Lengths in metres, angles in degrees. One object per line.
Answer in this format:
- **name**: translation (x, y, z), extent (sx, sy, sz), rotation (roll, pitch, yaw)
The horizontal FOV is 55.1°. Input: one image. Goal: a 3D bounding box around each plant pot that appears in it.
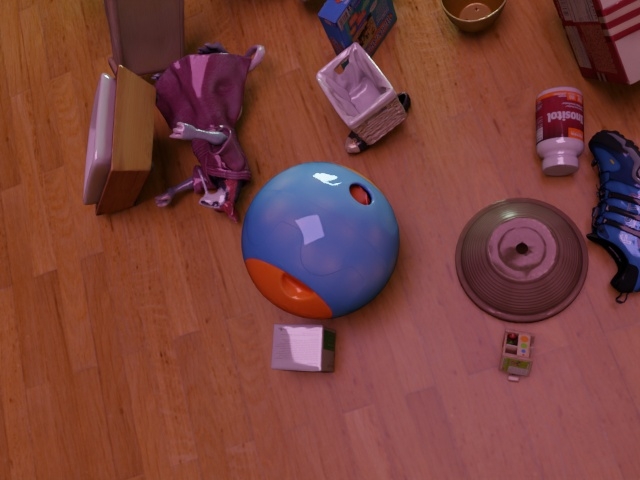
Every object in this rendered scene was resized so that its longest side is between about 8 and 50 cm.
- **plant pot**: translation (0.361, 0.026, 1.111), extent (0.237, 0.110, 0.237), rotation (-4, 75, 16)
- **plant pot**: translation (0.316, -0.483, 1.258), extent (0.134, 0.095, 0.134), rotation (-4, 76, 15)

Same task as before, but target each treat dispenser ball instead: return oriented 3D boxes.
- **treat dispenser ball**: translation (0.000, 0.000, 1.123), extent (0.288, 0.288, 0.288), rotation (-4, 75, 15)

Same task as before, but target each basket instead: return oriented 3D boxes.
- **basket**: translation (0.085, -0.291, 1.232), extent (0.113, 0.103, 0.167), rotation (-37, 57, 13)

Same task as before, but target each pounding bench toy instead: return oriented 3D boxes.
- **pounding bench toy**: translation (0.351, 0.207, 1.101), extent (0.052, 0.083, 0.065), rotation (9, 48, 15)

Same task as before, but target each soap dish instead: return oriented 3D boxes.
- **soap dish**: translation (-0.432, -0.200, 1.315), extent (0.118, 0.291, 0.228), rotation (6, 72, -25)

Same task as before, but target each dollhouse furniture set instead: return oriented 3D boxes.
- **dollhouse furniture set**: translation (-0.458, -0.608, 1.419), extent (0.362, 0.256, 0.394), rotation (-19, 59, -24)

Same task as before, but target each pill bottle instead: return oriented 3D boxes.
- **pill bottle**: translation (0.450, -0.203, 1.155), extent (0.086, 0.086, 0.152), rotation (0, 77, 16)

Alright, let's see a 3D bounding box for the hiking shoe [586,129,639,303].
- **hiking shoe**: translation (0.528, -0.053, 1.081), extent (0.132, 0.113, 0.304), rotation (-20, 72, 9)

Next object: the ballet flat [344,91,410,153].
- **ballet flat**: translation (0.115, -0.248, 1.280), extent (0.173, 0.049, 0.057), rotation (-43, 73, 2)

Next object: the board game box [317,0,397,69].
- **board game box**: translation (0.081, -0.458, 1.257), extent (0.047, 0.210, 0.160), rotation (32, 86, 21)

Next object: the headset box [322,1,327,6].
- **headset box**: translation (0.041, -0.503, 1.375), extent (0.062, 0.032, 0.083), rotation (-11, 73, 12)

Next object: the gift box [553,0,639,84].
- **gift box**: translation (0.572, -0.447, 1.077), extent (0.258, 0.276, 0.255), rotation (-25, 111, 11)

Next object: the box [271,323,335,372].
- **box**: translation (-0.031, 0.208, 1.178), extent (0.102, 0.101, 0.087), rotation (0, 77, 16)

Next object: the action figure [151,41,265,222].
- **action figure**: translation (-0.228, -0.214, 1.334), extent (0.276, 0.248, 0.370), rotation (-16, 83, -33)
